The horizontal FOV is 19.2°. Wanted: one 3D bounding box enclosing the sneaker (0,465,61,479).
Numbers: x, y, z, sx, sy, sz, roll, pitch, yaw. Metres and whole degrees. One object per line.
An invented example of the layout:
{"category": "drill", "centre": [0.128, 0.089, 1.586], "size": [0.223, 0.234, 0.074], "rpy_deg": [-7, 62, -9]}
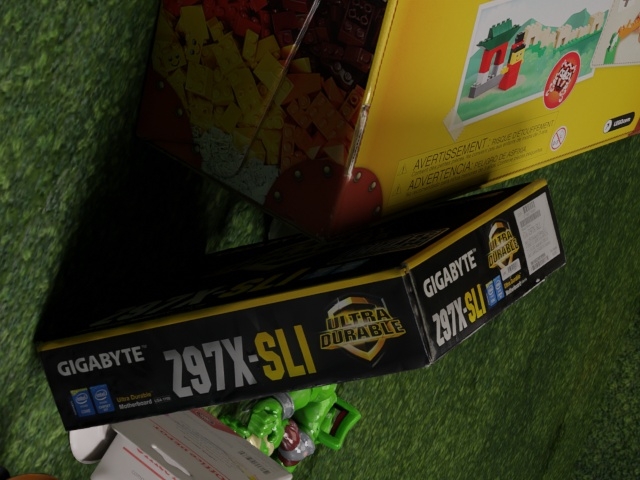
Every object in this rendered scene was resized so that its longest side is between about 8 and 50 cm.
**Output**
{"category": "sneaker", "centre": [-0.194, 0.249, 1.440], "size": [0.321, 0.124, 0.180], "rpy_deg": [-28, 139, -59]}

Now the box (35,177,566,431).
{"category": "box", "centre": [-0.011, 0.047, 1.416], "size": [0.257, 0.322, 0.079], "rpy_deg": [-32, 106, -57]}

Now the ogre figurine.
{"category": "ogre figurine", "centre": [-0.030, 0.181, 1.816], "size": [0.118, 0.097, 0.197], "rpy_deg": [-41, 139, -26]}

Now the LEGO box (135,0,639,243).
{"category": "LEGO box", "centre": [0.123, -0.248, 1.460], "size": [0.500, 0.193, 0.372], "rpy_deg": [-19, 130, -49]}

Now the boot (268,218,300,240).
{"category": "boot", "centre": [0.000, 0.000, 1.696], "size": [0.258, 0.095, 0.123], "rpy_deg": [104, -8, -74]}

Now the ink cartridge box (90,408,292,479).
{"category": "ink cartridge box", "centre": [-0.111, 0.198, 1.566], "size": [0.067, 0.115, 0.198], "rpy_deg": [-57, 166, 8]}

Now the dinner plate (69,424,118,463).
{"category": "dinner plate", "centre": [-0.158, 0.120, 1.545], "size": [0.141, 0.017, 0.141], "rpy_deg": [-50, 155, -33]}
